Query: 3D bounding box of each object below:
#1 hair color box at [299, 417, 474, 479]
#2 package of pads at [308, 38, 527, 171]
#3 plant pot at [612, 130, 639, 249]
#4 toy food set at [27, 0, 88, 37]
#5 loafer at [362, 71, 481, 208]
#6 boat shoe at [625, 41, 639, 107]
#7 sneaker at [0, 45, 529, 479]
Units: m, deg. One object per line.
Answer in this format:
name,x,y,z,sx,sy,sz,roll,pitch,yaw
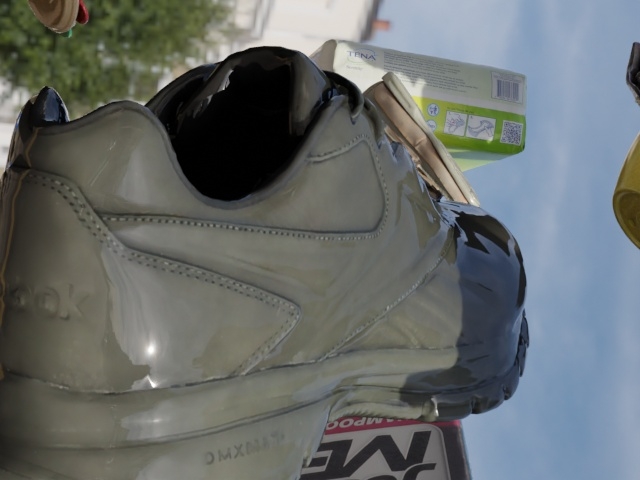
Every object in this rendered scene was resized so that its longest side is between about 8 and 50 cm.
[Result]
hair color box,0.002,0.201,0.627,0.347,0.173,0.105,-94,174,-61
package of pads,0.065,-0.135,1.471,0.296,0.229,0.101,162,-66,-72
plant pot,0.274,-0.037,0.991,0.134,0.095,0.134,47,-18,20
toy food set,-0.193,-0.189,0.964,0.082,0.020,0.083,36,-47,41
loafer,0.068,-0.062,0.944,0.125,0.039,0.045,60,9,23
boat shoe,0.478,-0.151,1.784,0.127,0.158,0.341,-41,-157,36
sneaker,0.000,0.000,0.450,0.109,0.286,0.130,9,-79,27
